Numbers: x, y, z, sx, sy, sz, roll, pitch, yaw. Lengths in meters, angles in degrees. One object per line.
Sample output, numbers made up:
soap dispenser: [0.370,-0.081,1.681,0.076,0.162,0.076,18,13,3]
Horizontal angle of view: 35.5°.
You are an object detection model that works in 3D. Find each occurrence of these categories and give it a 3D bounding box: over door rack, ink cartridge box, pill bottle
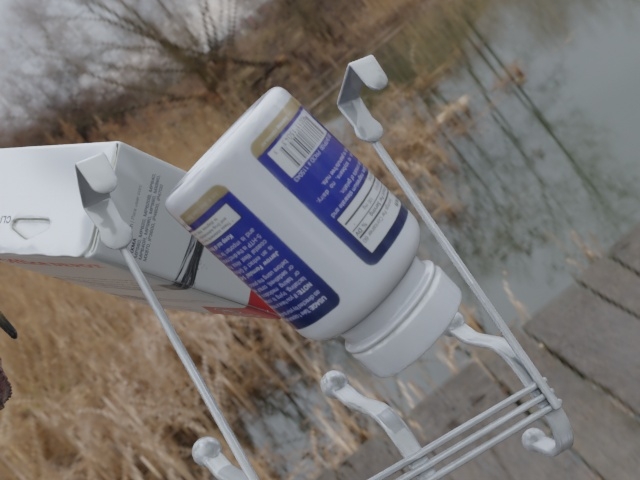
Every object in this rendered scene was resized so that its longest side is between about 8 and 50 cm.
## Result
over door rack: [0.003,0.057,0.716,0.240,0.324,0.108,-25,-8,-23]
ink cartridge box: [-0.186,-0.004,1.034,0.197,0.273,0.114,1,76,38]
pill bottle: [0.000,0.000,0.665,0.112,0.187,0.112,-44,10,10]

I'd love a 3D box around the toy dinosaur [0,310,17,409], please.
toy dinosaur: [-0.285,0.087,0.710,0.200,0.127,0.295,-26,-27,1]
